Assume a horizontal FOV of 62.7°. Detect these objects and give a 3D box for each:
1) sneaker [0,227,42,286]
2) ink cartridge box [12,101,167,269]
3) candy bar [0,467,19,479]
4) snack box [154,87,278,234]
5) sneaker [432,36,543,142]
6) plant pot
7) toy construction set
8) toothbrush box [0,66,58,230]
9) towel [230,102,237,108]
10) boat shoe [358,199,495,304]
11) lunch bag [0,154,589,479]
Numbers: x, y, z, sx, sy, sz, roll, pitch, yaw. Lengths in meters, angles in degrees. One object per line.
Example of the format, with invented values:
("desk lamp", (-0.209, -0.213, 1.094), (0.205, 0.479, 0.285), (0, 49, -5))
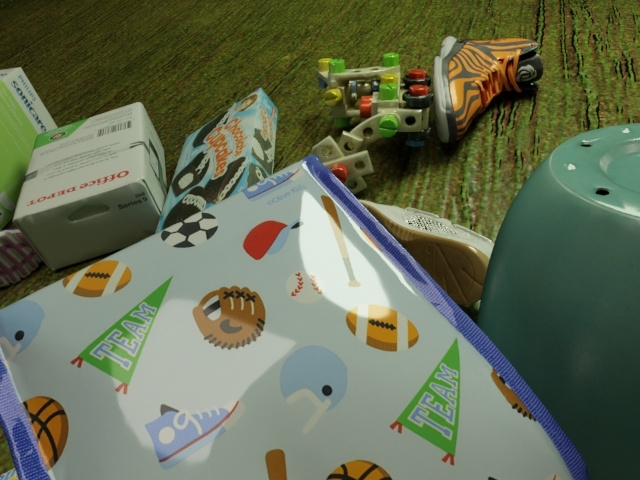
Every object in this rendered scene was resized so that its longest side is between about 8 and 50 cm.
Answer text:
("sneaker", (-0.573, 0.039, 0.855), (0.236, 0.095, 0.104), (-29, 36, -14))
("ink cartridge box", (-0.392, -0.106, 0.931), (0.211, 0.122, 0.289), (-18, 41, -4))
("candy bar", (-0.322, 0.255, 0.588), (0.161, 0.018, 0.040), (-27, 23, -14))
("snack box", (-0.165, -0.114, 0.873), (0.187, 0.060, 0.322), (-27, 37, 21))
("sneaker", (0.296, -0.286, 0.923), (0.180, 0.125, 0.321), (1, 44, 19))
("plant pot", (0.280, 0.041, 0.448), (0.292, 0.235, 0.293), (-7, 32, 4))
("toy construction set", (0.078, -0.220, 0.894), (0.214, 0.151, 0.328), (2, 46, 8))
("toothbrush box", (-0.649, -0.172, 1.018), (0.122, 0.206, 0.283), (0, 44, 18))
("towel", (-0.169, -0.234, 1.081), (0.113, 0.023, 0.152), (8, 46, 25))
("boat shoe", (0.122, 0.007, 0.689), (0.096, 0.098, 0.277), (-12, 25, -38))
("lunch bag", (-0.024, 0.174, 0.423), (0.327, 0.239, 0.385), (-32, 60, -21))
